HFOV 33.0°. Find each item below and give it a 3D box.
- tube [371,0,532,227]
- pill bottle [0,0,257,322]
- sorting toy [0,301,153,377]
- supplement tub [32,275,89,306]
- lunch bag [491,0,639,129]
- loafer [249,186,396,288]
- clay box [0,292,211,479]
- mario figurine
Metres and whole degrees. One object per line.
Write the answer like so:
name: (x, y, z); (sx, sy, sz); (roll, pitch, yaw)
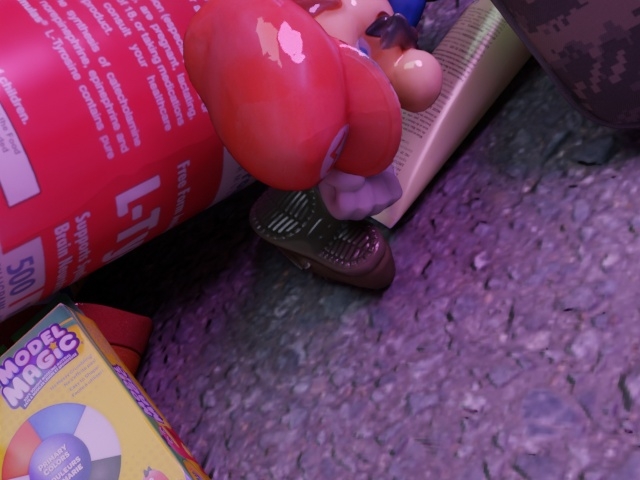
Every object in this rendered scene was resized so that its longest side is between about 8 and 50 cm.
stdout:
tube: (0.101, -0.115, 0.804); (0.240, 0.062, 0.070); (-51, -6, -5)
pill bottle: (-0.163, -0.109, 0.797); (0.407, 0.229, 0.229); (-32, 30, -31)
sorting toy: (-0.287, 0.156, 0.847); (0.365, 0.127, 0.126); (-18, 65, 24)
supplement tub: (-0.249, -0.034, 0.948); (0.144, 0.144, 0.200); (-1, 53, 40)
lunch bag: (0.254, -0.248, 0.644); (0.305, 0.212, 0.256); (-24, 35, 35)
loafer: (0.000, 0.000, 0.774); (0.056, 0.050, 0.148); (-45, 39, -8)
clay box: (-0.162, 0.143, 0.696); (0.127, 0.053, 0.222); (-42, 66, -1)
mario figurine: (0.046, -0.141, 0.693); (0.170, 0.198, 0.320); (-19, 31, 37)
